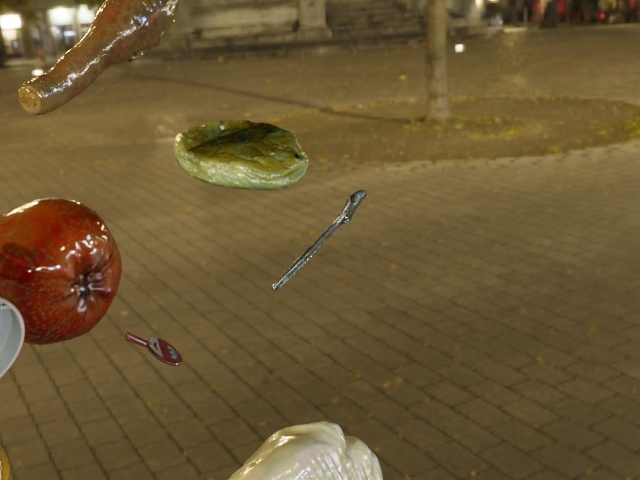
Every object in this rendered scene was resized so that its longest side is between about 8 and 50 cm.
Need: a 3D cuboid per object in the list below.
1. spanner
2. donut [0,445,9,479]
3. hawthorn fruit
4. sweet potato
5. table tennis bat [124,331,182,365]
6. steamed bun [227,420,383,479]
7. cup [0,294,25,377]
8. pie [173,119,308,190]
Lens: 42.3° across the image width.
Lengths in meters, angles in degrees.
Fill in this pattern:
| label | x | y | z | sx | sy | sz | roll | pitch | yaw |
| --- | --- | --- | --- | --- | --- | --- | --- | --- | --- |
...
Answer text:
| label | x | y | z | sx | sy | sz | roll | pitch | yaw |
| --- | --- | --- | --- | --- | --- | --- | --- | --- | --- |
| spanner | 0.000 | 0.000 | 1.909 | 0.325 | 0.026 | 0.093 | -47 | -12 | -16 |
| donut | -0.430 | 0.280 | 1.016 | 0.108 | 0.097 | 0.043 | 23 | -9 | 11 |
| hawthorn fruit | -0.522 | 0.062 | 1.541 | 0.300 | 0.275 | 0.275 | -11 | 9 | 34 |
| sweet potato | -0.324 | -0.327 | 1.314 | 0.109 | 0.109 | 0.385 | 5 | 48 | 31 |
| table tennis bat | -0.389 | 0.251 | 1.937 | 0.155 | 0.019 | 0.098 | 30 | 14 | -31 |
| steamed bun | -0.038 | 0.505 | 1.436 | 0.247 | 0.339 | 0.352 | -24 | 5 | 43 |
| cup | -0.576 | 0.091 | 1.216 | 0.182 | 0.226 | 0.264 | -31 | 49 | -32 |
| pie | -0.159 | -0.178 | 1.675 | 0.277 | 0.078 | 0.277 | 3 | 26 | -2 |
